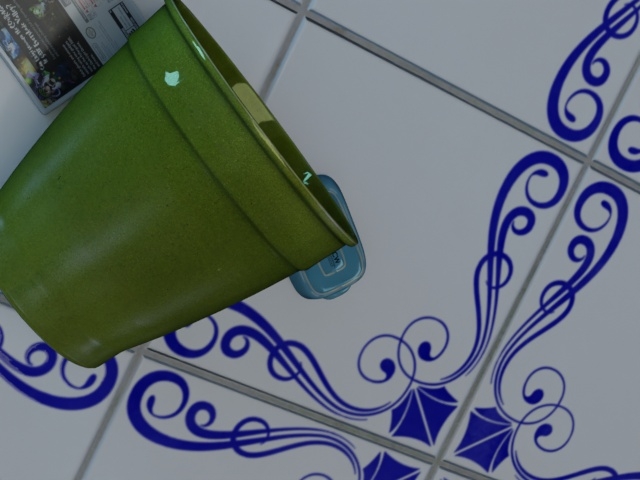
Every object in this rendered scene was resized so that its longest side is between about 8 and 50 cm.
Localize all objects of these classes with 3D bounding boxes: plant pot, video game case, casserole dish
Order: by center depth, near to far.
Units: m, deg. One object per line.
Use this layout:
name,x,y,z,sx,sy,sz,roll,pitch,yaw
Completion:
plant pot,-0.203,-0.039,1.556,0.353,0.366,0.366,-37,114,5
video game case,-0.322,-0.278,1.600,0.173,0.022,0.190,-37,114,-8
casserole dish,0.000,0.000,1.788,0.114,0.037,0.188,-26,113,-12
